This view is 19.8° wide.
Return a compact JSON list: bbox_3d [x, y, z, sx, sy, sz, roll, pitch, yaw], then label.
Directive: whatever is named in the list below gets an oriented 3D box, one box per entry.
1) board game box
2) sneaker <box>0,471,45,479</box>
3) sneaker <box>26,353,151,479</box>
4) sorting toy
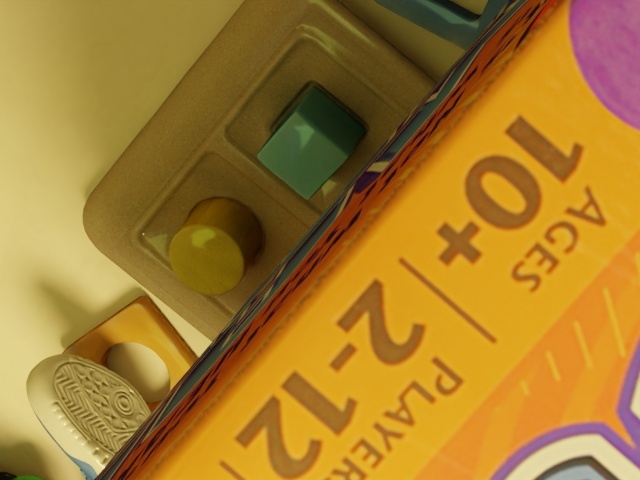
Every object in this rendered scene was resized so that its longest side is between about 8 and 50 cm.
[{"bbox_3d":[0.128,0.118,0.576,0.356,0.356,0.356,41,99,-1],"label":"board game box"},{"bbox_3d":[-0.165,0.215,0.949,0.343,0.134,0.146,47,119,-4],"label":"sneaker"},{"bbox_3d":[-0.104,0.124,0.915,0.152,0.058,0.085,41,127,-22],"label":"sneaker"},{"bbox_3d":[0.000,0.000,0.842,0.196,0.047,0.347,41,120,-1],"label":"sorting toy"}]
